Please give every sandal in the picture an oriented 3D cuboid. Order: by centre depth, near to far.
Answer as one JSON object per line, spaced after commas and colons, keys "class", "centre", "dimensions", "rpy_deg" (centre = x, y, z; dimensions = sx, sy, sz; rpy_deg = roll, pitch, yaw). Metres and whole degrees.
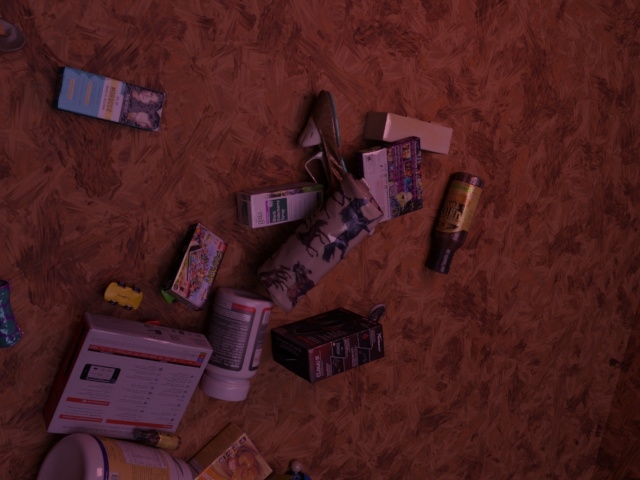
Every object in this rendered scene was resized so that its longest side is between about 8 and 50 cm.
{"class": "sandal", "centre": [-0.723, -0.469, 1.478], "dimensions": [0.180, 0.049, 0.072], "rpy_deg": [36, 80, -34]}

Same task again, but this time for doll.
{"class": "doll", "centre": [-0.078, 0.788, 2.180], "dimensions": [0.129, 0.046, 0.189], "rpy_deg": [-2, 95, -24]}

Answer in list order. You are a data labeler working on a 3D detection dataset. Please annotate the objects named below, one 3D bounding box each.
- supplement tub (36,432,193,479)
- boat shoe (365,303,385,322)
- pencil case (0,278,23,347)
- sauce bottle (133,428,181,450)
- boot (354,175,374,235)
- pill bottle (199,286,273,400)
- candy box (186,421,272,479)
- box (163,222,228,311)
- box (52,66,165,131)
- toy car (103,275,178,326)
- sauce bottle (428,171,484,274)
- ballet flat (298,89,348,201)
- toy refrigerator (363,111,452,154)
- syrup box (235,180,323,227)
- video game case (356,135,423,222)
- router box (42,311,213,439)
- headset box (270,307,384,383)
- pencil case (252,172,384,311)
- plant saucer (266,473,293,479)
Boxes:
{"class": "supplement tub", "centre": [-0.510, 0.626, 1.725], "dimensions": [0.331, 0.241, 0.241], "rpy_deg": [30, 83, -45]}
{"class": "boat shoe", "centre": [0.167, 0.264, 2.233], "dimensions": [0.142, 0.040, 0.049], "rpy_deg": [-44, 120, -18]}
{"class": "pencil case", "centre": [-0.740, 0.169, 1.596], "dimensions": [0.070, 0.064, 0.151], "rpy_deg": [-11, 107, -15]}
{"class": "sauce bottle", "centre": [-0.424, 0.516, 1.790], "dimensions": [0.128, 0.042, 0.042], "rpy_deg": [29, 84, -39]}
{"class": "boot", "centre": [0.120, -0.107, 2.116], "dimensions": [0.086, 0.069, 0.190], "rpy_deg": [-3, 100, -19]}
{"class": "pill bottle", "centre": [-0.239, 0.283, 1.895], "dimensions": [0.161, 0.161, 0.283], "rpy_deg": [12, 94, -35]}
{"class": "candy box", "centre": [-0.312, 0.704, 1.981], "dimensions": [0.316, 0.087, 0.183], "rpy_deg": [-40, 120, -21]}
{"class": "box", "centre": [-0.326, 0.070, 1.817], "dimensions": [0.114, 0.036, 0.207], "rpy_deg": [38, 53, -33]}
{"class": "box", "centre": [-0.504, -0.335, 1.646], "dimensions": [0.244, 0.060, 0.100], "rpy_deg": [9, 95, -34]}
{"class": "toy car", "centre": [-0.430, 0.156, 1.807], "dimensions": [0.225, 0.053, 0.239], "rpy_deg": [-37, 119, -22]}
{"class": "sauce bottle", "centre": [0.450, -0.056, 2.308], "dimensions": [0.111, 0.111, 0.344], "rpy_deg": [19, 88, -35]}
{"class": "ballet flat", "centre": [0.006, -0.254, 1.987], "dimensions": [0.124, 0.116, 0.342], "rpy_deg": [-17, 113, -8]}
{"class": "toy refrigerator", "centre": [0.275, -0.337, 2.137], "dimensions": [0.270, 0.102, 0.094], "rpy_deg": [7, 96, -34]}
{"class": "syrup box", "centre": [-0.113, -0.103, 1.935], "dimensions": [0.237, 0.096, 0.093], "rpy_deg": [-12, 107, -32]}
{"class": "video game case", "centre": [0.211, -0.179, 2.063], "dimensions": [0.210, 0.042, 0.232], "rpy_deg": [-19, 117, -24]}
{"class": "router box", "centre": [-0.487, 0.357, 1.751], "dimensions": [0.335, 0.082, 0.301], "rpy_deg": [18, 105, -35]}
{"class": "headset box", "centre": [0.008, 0.307, 2.029], "dimensions": [0.293, 0.218, 0.110], "rpy_deg": [-14, 106, -30]}
{"class": "pencil case", "centre": [0.000, 0.000, 1.907], "dimensions": [0.160, 0.183, 0.410], "rpy_deg": [40, 98, -24]}
{"class": "plant saucer", "centre": [-0.187, 0.782, 2.050], "dimensions": [0.188, 0.045, 0.188], "rpy_deg": [-14, 138, -53]}
